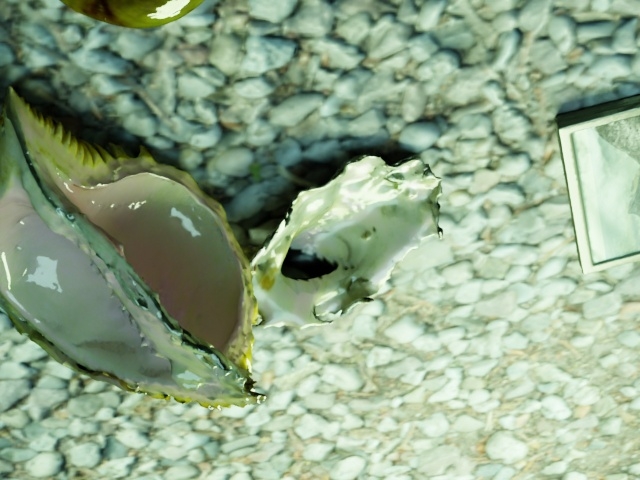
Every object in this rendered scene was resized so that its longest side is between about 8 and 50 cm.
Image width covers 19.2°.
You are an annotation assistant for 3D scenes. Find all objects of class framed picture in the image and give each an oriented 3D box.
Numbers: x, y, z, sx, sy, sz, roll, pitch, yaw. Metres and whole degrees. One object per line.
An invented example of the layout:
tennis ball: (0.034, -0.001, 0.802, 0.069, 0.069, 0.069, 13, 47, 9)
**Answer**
framed picture: (0.285, -0.053, 1.628, 0.150, 0.015, 0.203, -14, 139, 3)

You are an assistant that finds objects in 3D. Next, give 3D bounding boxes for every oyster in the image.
oyster: (0.009, 0.001, 1.597, 0.133, 0.072, 0.209, 29, 106, -29)

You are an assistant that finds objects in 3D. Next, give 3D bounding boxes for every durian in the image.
durian: (-0.191, 0.020, 1.506, 0.196, 0.185, 0.305, -32, 115, 33)

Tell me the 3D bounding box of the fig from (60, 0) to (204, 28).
fig: (-0.130, -0.211, 1.274, 0.136, 0.120, 0.153, -28, 133, 27)
